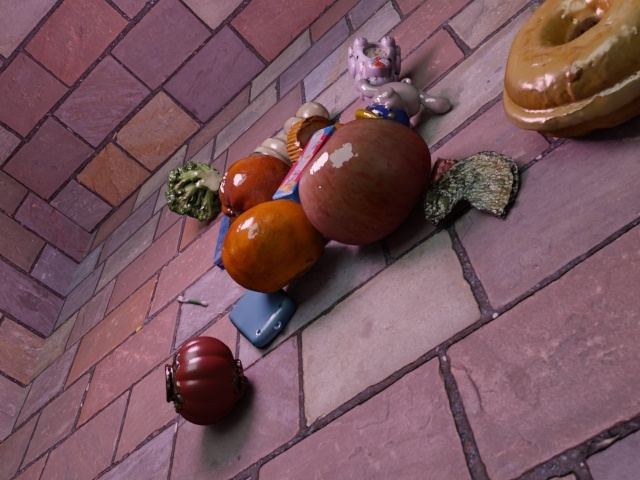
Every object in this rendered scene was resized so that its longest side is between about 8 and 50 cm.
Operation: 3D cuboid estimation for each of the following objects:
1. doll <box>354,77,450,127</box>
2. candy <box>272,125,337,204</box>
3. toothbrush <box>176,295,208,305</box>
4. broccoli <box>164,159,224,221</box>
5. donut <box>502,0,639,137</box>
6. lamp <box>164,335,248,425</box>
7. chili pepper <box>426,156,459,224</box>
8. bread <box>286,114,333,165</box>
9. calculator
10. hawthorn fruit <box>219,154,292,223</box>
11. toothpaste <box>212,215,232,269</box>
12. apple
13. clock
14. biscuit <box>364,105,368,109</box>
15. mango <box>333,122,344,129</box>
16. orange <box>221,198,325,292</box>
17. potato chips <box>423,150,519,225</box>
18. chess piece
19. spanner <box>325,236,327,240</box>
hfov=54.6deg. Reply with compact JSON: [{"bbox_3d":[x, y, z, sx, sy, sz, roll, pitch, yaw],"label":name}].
[{"bbox_3d":[0.178,-0.387,1.812,0.311,0.159,0.242,40,99,37],"label":"doll"},{"bbox_3d":[-0.005,-0.189,1.886,0.100,0.157,0.306,-13,38,46],"label":"candy"},{"bbox_3d":[-0.457,0.216,2.206,0.024,0.018,0.257,-53,26,-22],"label":"toothbrush"},{"bbox_3d":[-0.495,-0.214,2.553,0.245,0.294,0.265,-25,74,60],"label":"broccoli"},{"bbox_3d":[0.568,-0.397,1.288,0.449,0.198,0.449,-35,29,23],"label":"donut"},{"bbox_3d":[-0.290,0.357,1.585,0.227,0.227,0.227,-36,30,24],"label":"lamp"},{"bbox_3d":[0.292,-0.110,1.487,0.088,0.065,0.169,10,66,29],"label":"chili pepper"},{"bbox_3d":[-0.023,-0.307,2.045,0.104,0.199,0.199,-9,47,52],"label":"bread"},{"bbox_3d":[-0.168,0.199,1.763,0.173,0.051,0.293,-51,28,-8],"label":"calculator"},{"bbox_3d":[-0.172,-0.152,2.018,0.298,0.277,0.277,-28,20,-23],"label":"hawthorn fruit"},{"bbox_3d":[-0.342,-0.006,2.290,0.066,0.053,0.272,-40,29,26],"label":"toothpaste"},{"bbox_3d":[0.098,-0.157,1.556,0.345,0.269,0.345,-54,18,27],"label":"apple"},{"bbox_3d":[0.180,-0.530,2.015,0.189,0.189,0.254,-33,37,29],"label":"clock"},{"bbox_3d":[0.221,-0.424,2.017,0.160,0.030,0.250,-41,28,16],"label":"biscuit"},{"bbox_3d":[0.062,-0.367,2.146,0.080,0.060,0.114,-38,25,14],"label":"mango"},{"bbox_3d":[-0.127,0.014,1.683,0.284,0.226,0.284,-29,-9,-5],"label":"orange"},{"bbox_3d":[0.337,-0.114,1.399,0.220,0.029,0.202,-13,53,28],"label":"potato chips"},{"bbox_3d":[-0.090,-0.378,2.286,0.330,0.182,0.182,-53,27,-20],"label":"chess piece"},{"bbox_3d":[0.000,0.000,1.802,0.325,0.026,0.093,-42,27,15],"label":"spanner"}]
